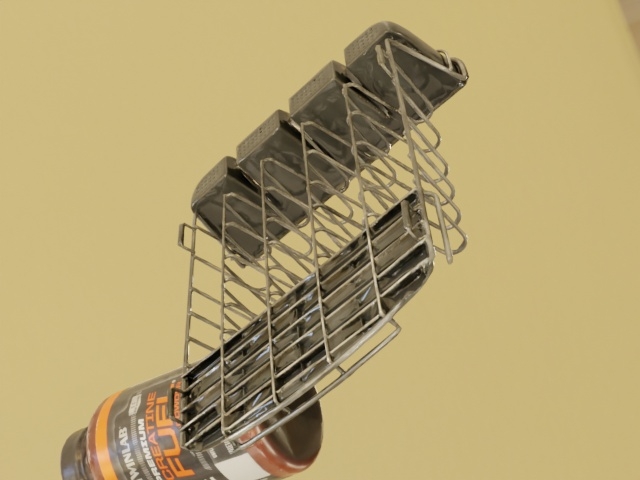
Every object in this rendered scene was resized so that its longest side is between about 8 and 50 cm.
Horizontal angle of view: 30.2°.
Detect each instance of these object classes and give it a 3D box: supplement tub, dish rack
[{"bbox_3d":[-0.103,0.150,0.898,0.198,0.106,0.106,-24,-11,27],"label":"supplement tub"},{"bbox_3d":[0.000,0.000,0.691,0.074,0.271,0.208,36,-62,-27],"label":"dish rack"}]
